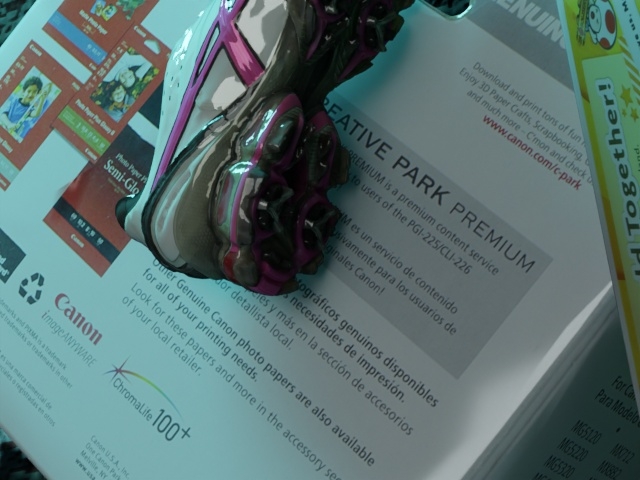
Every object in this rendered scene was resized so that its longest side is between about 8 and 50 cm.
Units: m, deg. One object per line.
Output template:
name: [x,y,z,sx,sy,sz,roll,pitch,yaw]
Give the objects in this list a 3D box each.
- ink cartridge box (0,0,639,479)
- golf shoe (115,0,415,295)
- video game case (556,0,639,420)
ink cartridge box: [0.000,0.000,0.760,0.309,0.130,0.272,41,95,35]
golf shoe: [-0.020,-0.076,0.682,0.086,0.067,0.186,15,79,35]
video game case: [0.144,0.025,0.523,0.206,0.026,0.227,180,76,-69]
